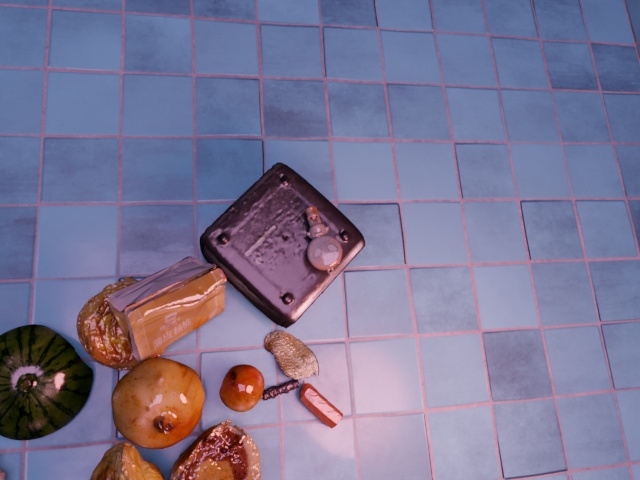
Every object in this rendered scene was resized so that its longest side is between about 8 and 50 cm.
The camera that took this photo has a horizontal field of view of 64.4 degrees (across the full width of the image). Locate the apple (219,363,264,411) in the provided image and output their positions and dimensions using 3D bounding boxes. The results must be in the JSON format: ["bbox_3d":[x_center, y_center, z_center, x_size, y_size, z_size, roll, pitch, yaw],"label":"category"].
[{"bbox_3d":[-0.246,0.451,1.569,0.146,0.146,0.147,3,75,-11],"label":"apple"}]

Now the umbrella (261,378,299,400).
[{"bbox_3d":[-0.138,0.484,1.637,0.143,0.040,0.037,-16,113,-16],"label":"umbrella"}]

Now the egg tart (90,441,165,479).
[{"bbox_3d":[-0.520,0.751,1.390,0.153,0.340,0.352,3,42,-51],"label":"egg tart"}]

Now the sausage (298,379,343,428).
[{"bbox_3d":[-0.007,0.527,1.638,0.169,0.065,0.065,42,71,1],"label":"sausage"}]

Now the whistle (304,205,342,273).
[{"bbox_3d":[0.000,0.000,1.536,0.107,0.057,0.220,-18,74,-2],"label":"whistle"}]

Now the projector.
[{"bbox_3d":[-0.127,0.014,1.658,0.405,0.242,0.395,43,72,2],"label":"projector"}]

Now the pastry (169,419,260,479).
[{"bbox_3d":[-0.309,0.674,1.492,0.256,0.170,0.237,-44,108,-27],"label":"pastry"}]

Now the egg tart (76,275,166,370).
[{"bbox_3d":[-0.590,0.254,1.566,0.296,0.132,0.297,5,79,-29],"label":"egg tart"}]

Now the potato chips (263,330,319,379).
[{"bbox_3d":[-0.095,0.384,1.671,0.209,0.026,0.142,21,59,-3],"label":"potato chips"}]

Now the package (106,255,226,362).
[{"bbox_3d":[-0.434,0.191,1.517,0.311,0.165,0.222,-28,99,-37],"label":"package"}]

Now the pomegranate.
[{"bbox_3d":[-0.463,0.463,1.455,0.264,0.264,0.265,3,75,-11],"label":"pomegranate"}]

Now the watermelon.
[{"bbox_3d":[-0.844,0.400,1.445,0.330,0.189,0.331,4,69,-10],"label":"watermelon"}]

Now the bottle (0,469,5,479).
[{"bbox_3d":[-0.925,0.708,1.383,0.104,0.104,0.245,0,76,-12],"label":"bottle"}]
